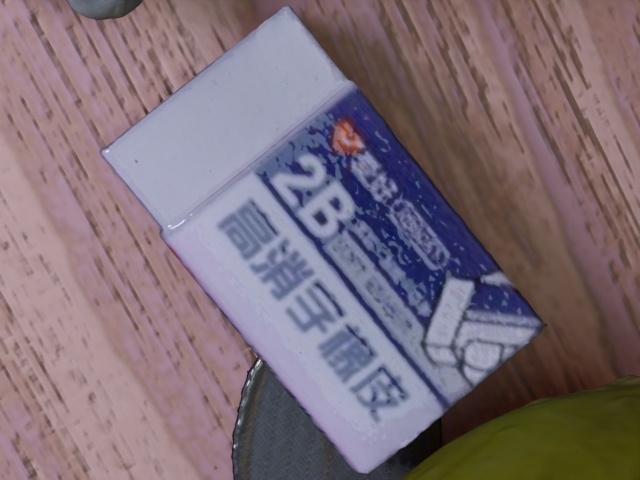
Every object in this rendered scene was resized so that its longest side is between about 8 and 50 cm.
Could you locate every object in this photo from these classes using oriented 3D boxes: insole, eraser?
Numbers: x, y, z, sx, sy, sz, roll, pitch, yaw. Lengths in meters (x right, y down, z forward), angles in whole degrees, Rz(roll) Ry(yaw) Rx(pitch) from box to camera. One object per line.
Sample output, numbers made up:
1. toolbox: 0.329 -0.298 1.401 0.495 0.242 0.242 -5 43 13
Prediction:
1. insole: -0.002 0.184 0.908 0.119 0.009 0.348 9 97 -11
2. eraser: 0.000 0.000 0.844 0.124 0.068 0.210 -39 97 -4

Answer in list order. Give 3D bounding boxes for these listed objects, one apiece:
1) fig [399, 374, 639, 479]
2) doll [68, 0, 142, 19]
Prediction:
1. fig: 0.127 0.233 0.783 0.343 0.343 0.343 -1 99 -9
2. doll: -0.063 -0.222 0.776 0.258 0.154 0.228 -7 96 -15
